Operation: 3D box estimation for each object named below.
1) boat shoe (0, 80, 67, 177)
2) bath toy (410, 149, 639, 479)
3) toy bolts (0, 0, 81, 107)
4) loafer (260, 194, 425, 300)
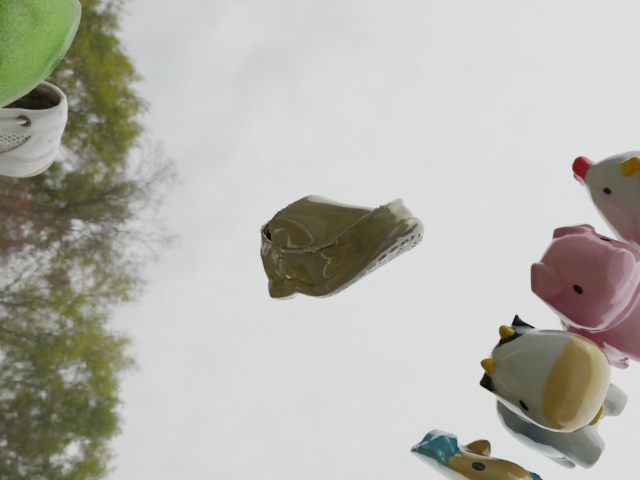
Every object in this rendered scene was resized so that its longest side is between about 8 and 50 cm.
[{"bbox_3d":[-0.338,-0.134,0.624,0.096,0.277,0.098,-47,-139,45],"label":"boat shoe"},{"bbox_3d":[0.209,0.056,0.641,0.129,0.151,0.348,32,-110,10],"label":"bath toy"},{"bbox_3d":[-0.172,-0.196,0.276,0.228,0.158,0.218,33,-100,8],"label":"toy bolts"},{"bbox_3d":[0.000,0.000,0.778,0.092,0.102,0.268,62,-29,-3],"label":"loafer"}]
